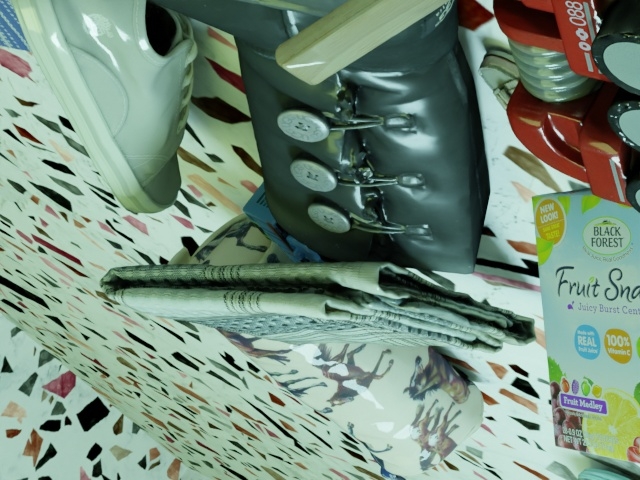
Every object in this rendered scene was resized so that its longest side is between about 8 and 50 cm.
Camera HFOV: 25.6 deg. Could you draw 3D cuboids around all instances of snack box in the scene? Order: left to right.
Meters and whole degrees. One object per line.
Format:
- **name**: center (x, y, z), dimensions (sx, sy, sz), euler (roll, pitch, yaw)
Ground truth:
- **snack box**: center (0.247, 0.062, 1.066), dimensions (0.070, 0.207, 0.174), euler (-7, -176, -31)

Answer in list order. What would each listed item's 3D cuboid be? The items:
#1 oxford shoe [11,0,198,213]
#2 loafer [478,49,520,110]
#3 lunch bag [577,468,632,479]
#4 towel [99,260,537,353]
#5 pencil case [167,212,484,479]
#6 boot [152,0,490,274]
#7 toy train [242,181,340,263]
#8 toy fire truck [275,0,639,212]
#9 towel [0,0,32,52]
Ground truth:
- **oxford shoe**: center (-0.172, -0.152, 1.307), dimensions (0.449, 0.130, 0.169), euler (75, 175, -66)
- **loafer**: center (0.166, -0.091, 1.042), dimensions (0.125, 0.039, 0.045), euler (36, 163, -11)
- **lunch bag**: center (0.444, 0.398, 1.770), dimensions (0.279, 0.108, 0.224), euler (19, 155, 34)
- **towel**: center (0.005, 0.075, 1.361), dimensions (0.324, 0.056, 0.312), euler (-3, 166, 35)
- **pencil case**: center (0.006, 0.128, 1.696), dimensions (0.183, 0.160, 0.410), euler (-22, 128, 41)
- **boot**: center (-0.046, -0.145, 1.101), dimensions (0.367, 0.146, 0.445), euler (24, 164, 19)
- **toy train**: center (0.000, 0.000, 1.515), dimensions (0.105, 0.080, 0.184), euler (29, 167, 42)
- **toy fire truck**: center (0.125, -0.111, 0.840), dimensions (0.246, 0.158, 0.217), euler (19, 159, 29)
- **towel**: center (-0.418, -0.299, 1.499), dimensions (0.336, 0.040, 0.243), euler (15, 154, 38)
